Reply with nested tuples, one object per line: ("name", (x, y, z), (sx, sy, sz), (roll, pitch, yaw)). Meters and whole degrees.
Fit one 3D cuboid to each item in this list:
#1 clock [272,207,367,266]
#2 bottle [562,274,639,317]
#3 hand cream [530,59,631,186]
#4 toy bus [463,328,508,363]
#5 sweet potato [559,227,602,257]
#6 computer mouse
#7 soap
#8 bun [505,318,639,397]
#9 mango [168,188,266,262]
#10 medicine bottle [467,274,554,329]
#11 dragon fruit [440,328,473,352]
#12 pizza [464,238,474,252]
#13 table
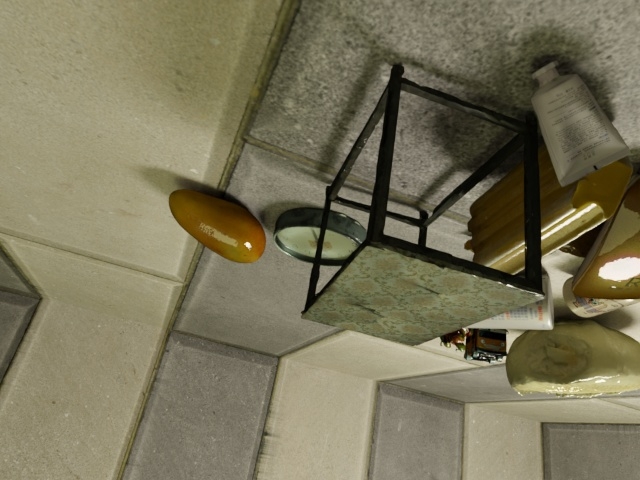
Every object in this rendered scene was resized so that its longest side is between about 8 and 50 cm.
("clock", (0.000, 0.000, 1.046), (0.226, 0.049, 0.226), (9, 156, 4))
("bottle", (0.623, 0.091, 0.925), (0.110, 0.097, 0.209), (-1, 158, -16))
("hand cream", (0.299, -0.147, 0.535), (0.084, 0.142, 0.053), (-28, -176, 14))
("toy bus", (0.539, 0.337, 1.454), (0.098, 0.114, 0.201), (8, 160, 9))
("sweet potato", (0.484, 0.002, 0.830), (0.274, 0.067, 0.067), (6, 155, 1))
("computer mouse", (0.529, 0.011, 0.730), (0.158, 0.072, 0.310), (3, 136, 7))
("soap", (0.318, -0.055, 0.644), (0.073, 0.140, 0.232), (20, 142, -16))
("bun", (0.715, 0.329, 1.265), (0.364, 0.202, 0.364), (3, 154, 1))
("mango", (-0.222, -0.035, 0.993), (0.253, 0.113, 0.138), (37, 149, -31))
("medicine bottle", (0.388, 0.155, 1.113), (0.341, 0.130, 0.130), (-5, 150, 30))
("dragon fruit", (0.420, 0.290, 1.431), (0.138, 0.175, 0.142), (-10, 118, 20))
("pizza", (0.404, 0.018, 0.926), (0.178, 0.041, 0.131), (-11, 145, 38))
("table", (0.132, -0.022, 0.679), (0.222, 0.272, 0.335), (15, 154, -10))
